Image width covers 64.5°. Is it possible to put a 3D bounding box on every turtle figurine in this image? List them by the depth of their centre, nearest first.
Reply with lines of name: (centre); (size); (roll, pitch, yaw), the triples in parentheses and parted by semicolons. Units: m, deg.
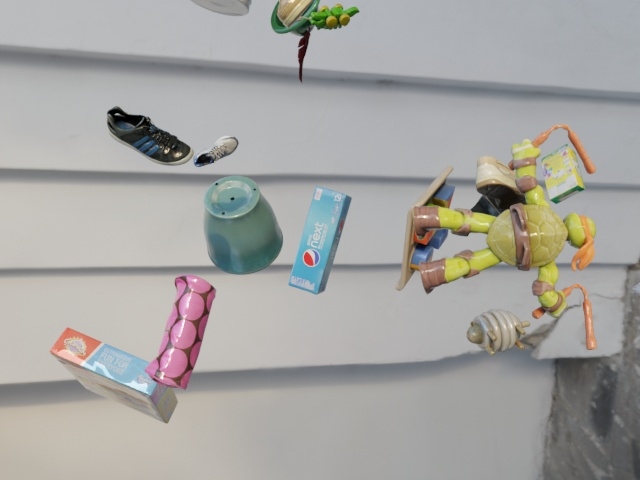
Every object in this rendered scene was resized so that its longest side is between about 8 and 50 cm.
turtle figurine: (0.226, 0.011, 0.599); (0.087, 0.217, 0.270); (-30, -69, -74)

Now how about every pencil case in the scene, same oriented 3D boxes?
pencil case: (-0.269, 0.174, 0.973); (0.095, 0.098, 0.210); (49, -130, -55)

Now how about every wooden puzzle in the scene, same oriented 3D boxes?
wooden puzzle: (0.362, -0.035, 1.679); (0.322, 0.080, 0.348); (-44, -32, -46)

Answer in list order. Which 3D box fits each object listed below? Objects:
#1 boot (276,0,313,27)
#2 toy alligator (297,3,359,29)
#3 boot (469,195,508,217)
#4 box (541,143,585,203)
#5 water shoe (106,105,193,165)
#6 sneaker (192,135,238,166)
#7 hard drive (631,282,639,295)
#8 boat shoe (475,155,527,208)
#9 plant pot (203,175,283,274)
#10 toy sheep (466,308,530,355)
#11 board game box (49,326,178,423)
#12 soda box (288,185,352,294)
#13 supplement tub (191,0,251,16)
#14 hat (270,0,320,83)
boot: (-0.091, -0.538, 0.957); (0.095, 0.203, 0.262); (-27, 40, 41)
toy alligator: (0.011, -0.563, 1.301); (0.051, 0.189, 0.056); (102, 146, -57)
boot: (0.544, -0.049, 1.594); (0.137, 0.076, 0.198); (-51, 45, 41)
box: (0.776, -0.218, 1.634); (0.105, 0.043, 0.179); (-35, 43, 46)
water shoe: (-0.383, -0.230, 1.129); (0.080, 0.203, 0.073); (111, 179, -62)
sneaker: (-0.274, -0.226, 1.327); (0.052, 0.135, 0.058); (59, -168, -28)
hard drive: (0.938, 0.186, 1.272); (0.255, 0.171, 0.054); (56, 134, 45)
boat shoe: (0.531, -0.162, 1.444); (0.109, 0.302, 0.098); (-17, 68, 41)
plant pot: (-0.273, -0.066, 1.701); (0.255, 0.271, 0.272); (85, 176, -54)
toy sheep: (0.340, 0.173, 0.968); (0.091, 0.131, 0.091); (176, 90, -79)
board game box: (-0.475, 0.333, 1.212); (0.317, 0.242, 0.064); (108, -174, -59)
soda box: (0.000, 0.000, 1.044); (0.071, 0.067, 0.210); (2, -75, -76)
supplement tub: (-0.282, -0.881, 1.533); (0.235, 0.235, 0.325); (-154, 75, -76)
hat: (-0.027, -0.612, 1.462); (0.208, 0.183, 0.173); (-17, 60, 32)
